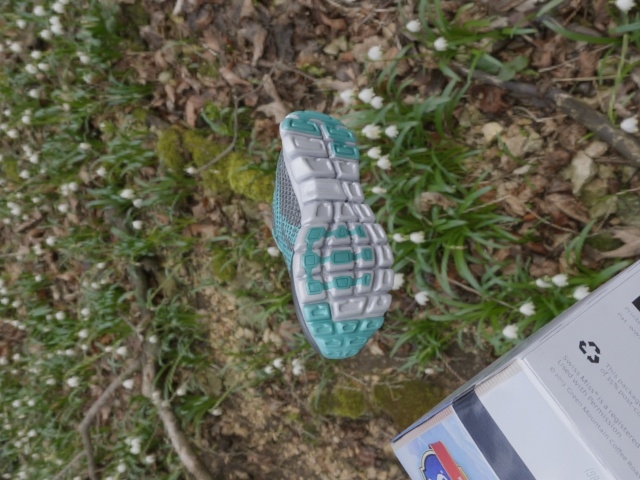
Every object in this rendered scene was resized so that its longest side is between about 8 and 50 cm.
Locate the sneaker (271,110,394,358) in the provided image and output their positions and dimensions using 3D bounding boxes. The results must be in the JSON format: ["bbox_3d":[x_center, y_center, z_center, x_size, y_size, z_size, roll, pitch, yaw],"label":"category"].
[{"bbox_3d":[0.000,0.000,0.358,0.076,0.065,0.166,122,148,-53],"label":"sneaker"}]

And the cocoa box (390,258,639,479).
[{"bbox_3d":[0.276,0.234,0.465,0.347,0.231,0.228,55,145,19],"label":"cocoa box"}]
